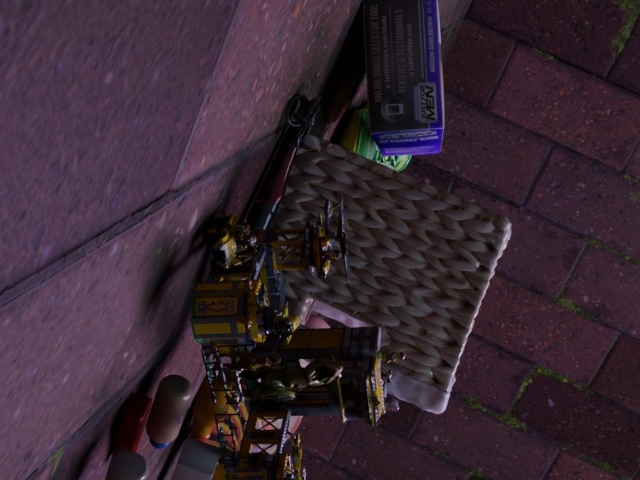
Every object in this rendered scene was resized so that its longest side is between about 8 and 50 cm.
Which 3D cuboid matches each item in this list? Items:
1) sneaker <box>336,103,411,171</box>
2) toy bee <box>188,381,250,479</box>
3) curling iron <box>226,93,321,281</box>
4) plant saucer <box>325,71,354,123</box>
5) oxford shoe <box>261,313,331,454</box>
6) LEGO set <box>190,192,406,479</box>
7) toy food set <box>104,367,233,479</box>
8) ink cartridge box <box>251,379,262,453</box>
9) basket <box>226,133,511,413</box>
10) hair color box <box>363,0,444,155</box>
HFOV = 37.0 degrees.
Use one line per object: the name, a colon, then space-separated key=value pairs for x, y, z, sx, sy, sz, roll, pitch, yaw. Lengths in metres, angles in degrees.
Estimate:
sneaker: x=0.101 y=-0.171 z=1.677 sx=0.109 sy=0.124 sz=0.295 roll=-67 pitch=173 yaw=26
toy bee: x=-0.176 y=0.365 z=1.484 sx=0.195 sy=0.162 sz=0.298 roll=148 pitch=-61 yaw=-73
curling iron: x=-0.066 y=-0.054 z=1.154 sx=0.274 sy=0.035 sz=0.068 roll=-66 pitch=170 yaw=7
plant saucer: x=0.031 y=-0.212 z=1.431 sx=0.083 sy=0.013 sz=0.083 roll=-63 pitch=173 yaw=-13
oxford shoe: x=-0.104 y=0.315 z=1.874 sx=0.146 sy=0.141 sz=0.397 roll=-50 pitch=165 yaw=-54
LEGO set: x=-0.007 y=0.128 z=1.040 sx=0.255 sy=0.192 sz=0.331 roll=-70 pitch=156 yaw=-69
toy food set: x=-0.172 y=0.239 z=1.045 sx=0.232 sy=0.111 sz=0.104 roll=-76 pitch=-174 yaw=-55
ink cartridge box: x=-0.159 y=0.402 z=1.783 sx=0.311 sy=0.065 sz=0.185 roll=105 pitch=-15 yaw=-50
basket: x=0.074 y=0.031 z=1.329 sx=0.331 sy=0.328 sz=0.266 roll=-15 pitch=129 yaw=-82
hair color box: x=0.129 y=-0.232 z=1.428 sx=0.339 sy=0.110 sz=0.185 roll=-2 pitch=89 yaw=-82
